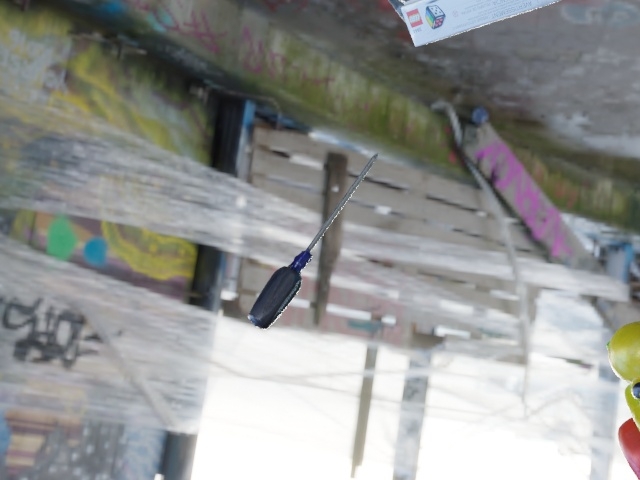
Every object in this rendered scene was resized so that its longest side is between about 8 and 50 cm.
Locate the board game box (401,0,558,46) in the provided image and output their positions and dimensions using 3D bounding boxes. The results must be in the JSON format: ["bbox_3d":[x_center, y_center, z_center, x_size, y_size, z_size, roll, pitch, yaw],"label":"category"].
[{"bbox_3d":[0.256,-0.296,1.107,0.305,0.053,0.193,-30,-166,-37],"label":"board game box"}]

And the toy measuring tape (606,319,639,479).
[{"bbox_3d":[0.300,0.163,0.702,0.330,0.121,0.121,41,153,-28],"label":"toy measuring tape"}]

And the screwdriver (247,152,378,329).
[{"bbox_3d":[0.000,0.000,0.801,0.025,0.170,0.024,48,162,-29],"label":"screwdriver"}]

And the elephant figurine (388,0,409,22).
[{"bbox_3d":[0.146,-0.403,1.532,0.186,0.239,0.169,-33,164,-48],"label":"elephant figurine"}]
